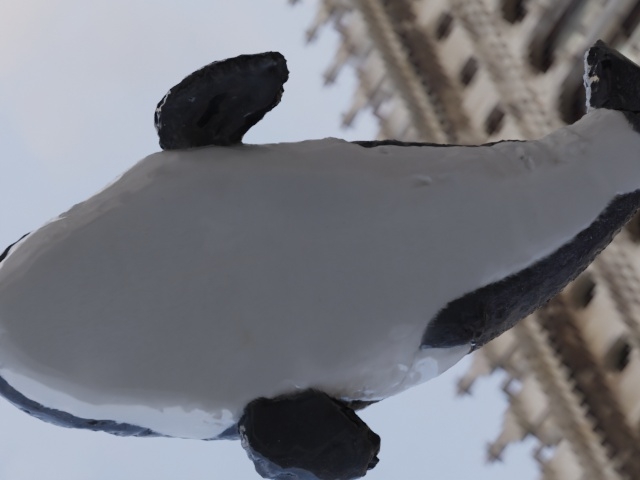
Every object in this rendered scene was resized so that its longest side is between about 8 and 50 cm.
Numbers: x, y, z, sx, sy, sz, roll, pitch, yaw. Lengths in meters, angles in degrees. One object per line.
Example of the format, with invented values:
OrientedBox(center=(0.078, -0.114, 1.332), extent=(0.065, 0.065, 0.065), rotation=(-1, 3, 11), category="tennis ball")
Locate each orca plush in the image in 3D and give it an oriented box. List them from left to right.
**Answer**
OrientedBox(center=(0.000, 0.000, 0.703), extent=(0.287, 0.102, 0.151), rotation=(-33, -88, -23), category="orca plush")
